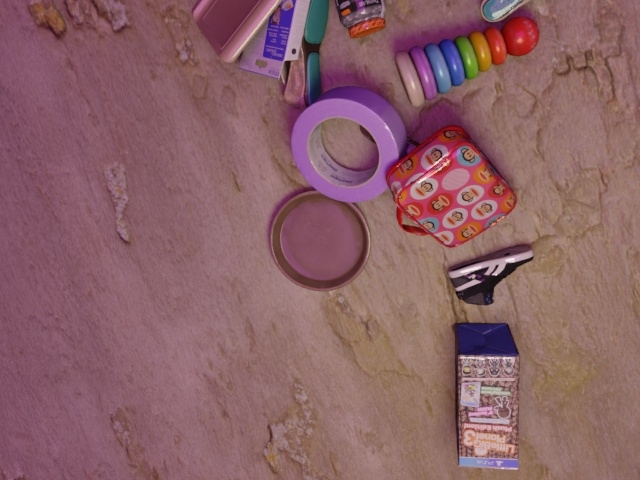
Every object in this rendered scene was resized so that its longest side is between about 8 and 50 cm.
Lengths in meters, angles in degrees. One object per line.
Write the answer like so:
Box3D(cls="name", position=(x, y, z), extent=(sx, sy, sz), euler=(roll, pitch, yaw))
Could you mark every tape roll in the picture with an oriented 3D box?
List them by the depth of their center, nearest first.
Box3D(cls="tape roll", position=(0.070, -0.233, 1.469), extent=(0.275, 0.090, 0.274), euler=(13, 127, 18))

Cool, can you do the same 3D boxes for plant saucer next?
Box3D(cls="plant saucer", position=(0.000, 0.000, 1.611), extent=(0.278, 0.041, 0.277), euler=(2, 102, 11))

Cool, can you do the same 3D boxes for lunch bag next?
Box3D(cls="lunch bag", position=(0.299, -0.106, 1.423), extent=(0.258, 0.120, 0.293), euler=(-38, 132, 17))

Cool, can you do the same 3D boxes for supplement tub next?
Box3D(cls="supplement tub", position=(0.089, -0.594, 1.432), extent=(0.117, 0.117, 0.190), euler=(-16, 98, 14))

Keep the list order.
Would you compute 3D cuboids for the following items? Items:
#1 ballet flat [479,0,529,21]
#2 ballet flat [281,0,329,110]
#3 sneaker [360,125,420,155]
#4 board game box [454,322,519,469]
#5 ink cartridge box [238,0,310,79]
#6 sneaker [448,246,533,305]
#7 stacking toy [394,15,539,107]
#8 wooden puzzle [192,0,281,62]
Box3D(cls="ballet flat", position=(0.479, -0.587, 1.356), extent=(0.248, 0.086, 0.086), euler=(-23, 96, 32))
Box3D(cls="ballet flat", position=(-0.051, -0.487, 1.492), extent=(0.106, 0.108, 0.315), euler=(13, 103, 27))
Box3D(cls="sneaker", position=(0.185, -0.254, 1.506), extent=(0.188, 0.071, 0.066), euler=(28, 105, 4))
Box3D(cls="board game box", position=(0.415, 0.383, 1.509), extent=(0.141, 0.232, 0.290), euler=(-1, 102, 11))
Box3D(cls="ink cartridge box", position=(-0.116, -0.507, 1.465), extent=(0.206, 0.045, 0.208), euler=(32, 111, 47))
Box3D(cls="sneaker", position=(0.449, 0.098, 1.530), extent=(0.217, 0.079, 0.121), euler=(-18, 101, 22))
Box3D(cls="stacking toy", position=(0.350, -0.440, 1.412), extent=(0.330, 0.141, 0.141), euler=(-21, 97, 10))
Box3D(cls="wooden puzzle", position=(-0.205, -0.580, 1.484), extent=(0.221, 0.044, 0.238), euler=(-47, 54, 17))
